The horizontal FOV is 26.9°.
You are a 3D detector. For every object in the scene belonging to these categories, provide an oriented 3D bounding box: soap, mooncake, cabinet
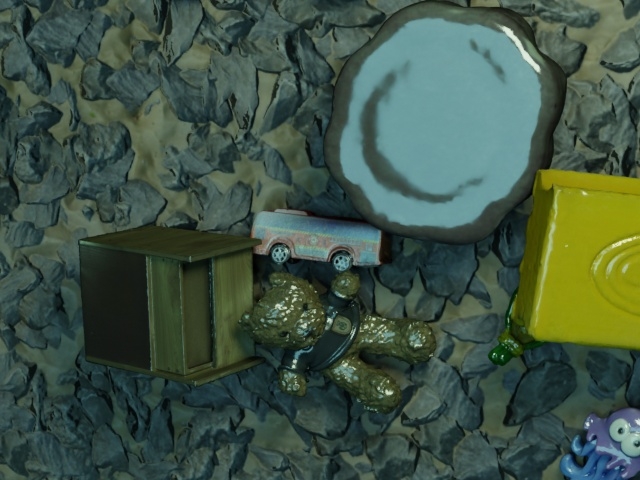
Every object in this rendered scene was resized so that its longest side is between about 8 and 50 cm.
[{"bbox_3d":[0.402,0.034,1.584,0.324,0.096,0.204,5,106,-7],"label":"soap"},{"bbox_3d":[0.160,-0.148,1.663,0.306,0.154,0.306,4,102,19],"label":"mooncake"},{"bbox_3d":[-0.196,0.082,1.804,0.215,0.148,0.175,7,104,40],"label":"cabinet"}]

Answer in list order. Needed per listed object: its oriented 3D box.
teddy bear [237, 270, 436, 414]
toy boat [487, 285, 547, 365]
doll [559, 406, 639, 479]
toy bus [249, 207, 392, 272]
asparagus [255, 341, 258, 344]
[{"bbox_3d":[0.013,0.133,1.776,0.251,0.129,0.182,30,82,-18],"label":"teddy bear"},{"bbox_3d":[0.297,0.067,1.692,0.089,0.088,0.229,40,109,7],"label":"toy boat"},{"bbox_3d":[0.369,0.285,1.723,0.110,0.067,0.206,41,121,17],"label":"doll"},{"bbox_3d":[0.000,0.000,1.796,0.192,0.065,0.077,7,91,17],"label":"toy bus"},{"bbox_3d":[-0.070,0.137,1.868,0.127,0.018,0.015,-9,62,20],"label":"asparagus"}]
